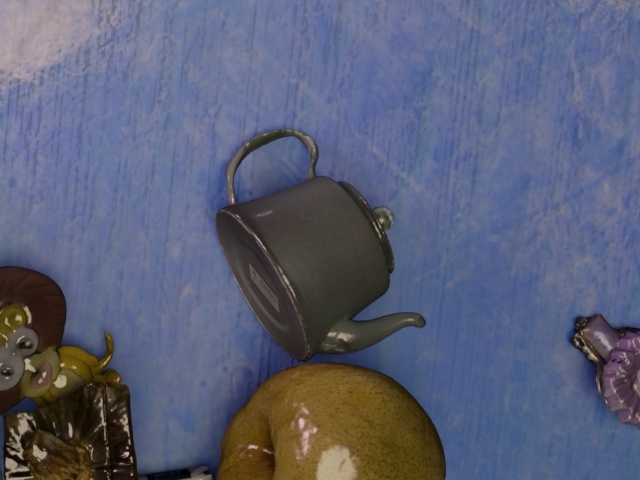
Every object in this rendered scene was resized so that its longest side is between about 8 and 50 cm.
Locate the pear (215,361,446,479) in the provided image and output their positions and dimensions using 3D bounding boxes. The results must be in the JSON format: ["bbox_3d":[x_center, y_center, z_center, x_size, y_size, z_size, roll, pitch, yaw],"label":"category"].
[{"bbox_3d":[0.018,0.222,1.639,0.211,0.188,0.228,19,126,-33],"label":"pear"}]

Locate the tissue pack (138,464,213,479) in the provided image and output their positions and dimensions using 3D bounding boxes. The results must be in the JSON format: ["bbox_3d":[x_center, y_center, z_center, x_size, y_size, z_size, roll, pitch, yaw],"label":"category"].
[{"bbox_3d":[-0.144,0.254,1.692,0.083,0.042,0.062,-9,102,-10],"label":"tissue pack"}]

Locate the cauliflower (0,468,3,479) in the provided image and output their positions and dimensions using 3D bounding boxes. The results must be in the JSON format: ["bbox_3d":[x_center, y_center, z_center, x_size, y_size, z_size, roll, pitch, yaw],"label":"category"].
[{"bbox_3d":[-0.419,0.119,1.480,0.327,0.260,0.281,-46,120,9],"label":"cauliflower"}]

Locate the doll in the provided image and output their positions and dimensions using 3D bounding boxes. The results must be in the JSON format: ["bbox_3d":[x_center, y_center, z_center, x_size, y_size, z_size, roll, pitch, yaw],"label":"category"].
[{"bbox_3d":[-0.268,0.098,1.620,0.188,0.096,0.145,9,104,-23],"label":"doll"}]

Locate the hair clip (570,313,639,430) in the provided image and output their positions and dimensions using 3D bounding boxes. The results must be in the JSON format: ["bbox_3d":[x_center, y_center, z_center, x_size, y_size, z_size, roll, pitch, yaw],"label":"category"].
[{"bbox_3d":[0.363,0.181,1.779,0.292,0.084,0.106,47,69,-10],"label":"hair clip"}]

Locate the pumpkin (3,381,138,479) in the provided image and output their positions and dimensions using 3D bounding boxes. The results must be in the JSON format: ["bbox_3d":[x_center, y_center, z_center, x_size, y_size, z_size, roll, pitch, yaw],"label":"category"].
[{"bbox_3d":[-0.220,0.267,1.600,0.131,0.126,0.248,-7,114,11],"label":"pumpkin"}]

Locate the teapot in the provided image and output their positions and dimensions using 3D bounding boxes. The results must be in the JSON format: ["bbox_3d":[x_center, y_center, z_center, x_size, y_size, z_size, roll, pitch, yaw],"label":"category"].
[{"bbox_3d":[0.000,0.000,1.639,0.149,0.162,0.239,-30,74,-15],"label":"teapot"}]
